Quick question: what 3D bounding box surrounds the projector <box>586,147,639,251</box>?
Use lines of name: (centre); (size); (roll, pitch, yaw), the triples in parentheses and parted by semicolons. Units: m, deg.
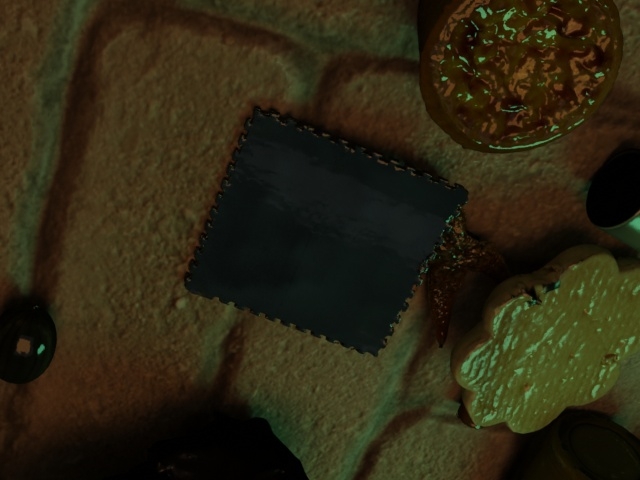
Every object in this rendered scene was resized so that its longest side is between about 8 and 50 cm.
projector: (0.481, 0.003, 1.172); (0.338, 0.108, 0.108); (26, 117, -25)

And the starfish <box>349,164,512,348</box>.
starfish: (0.133, 0.014, 1.158); (0.138, 0.050, 0.247); (-35, 117, 16)

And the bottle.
bottle: (0.356, 0.438, 1.424); (0.172, 0.171, 0.351); (9, 123, -16)

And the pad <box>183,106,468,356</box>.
pad: (0.000, 0.000, 1.109); (0.269, 0.012, 0.269); (22, 120, -9)

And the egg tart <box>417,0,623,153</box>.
egg tart: (0.180, -0.201, 0.945); (0.203, 0.147, 0.202); (-5, 125, -8)

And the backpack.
backpack: (-0.226, 0.420, 1.265); (0.446, 0.255, 0.363); (-12, 129, -18)

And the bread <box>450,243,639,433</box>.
bread: (0.305, 0.129, 1.231); (0.316, 0.054, 0.316); (-15, 130, -19)

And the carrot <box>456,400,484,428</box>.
carrot: (0.227, 0.194, 1.305); (0.048, 0.048, 0.139); (5, 122, -13)

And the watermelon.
watermelon: (-0.355, 0.122, 1.130); (0.078, 0.078, 0.110); (13, 122, -19)
